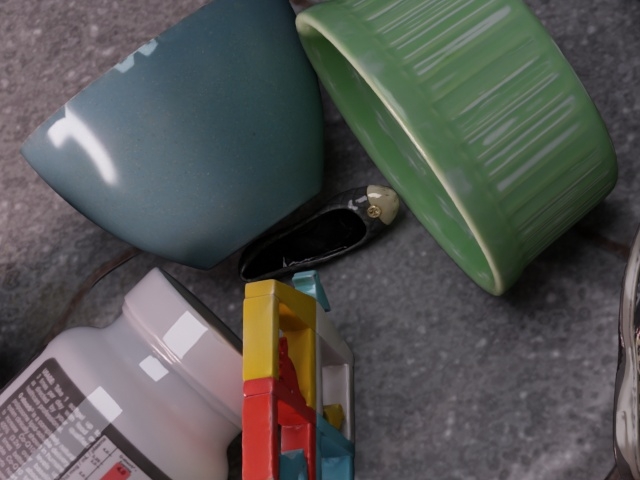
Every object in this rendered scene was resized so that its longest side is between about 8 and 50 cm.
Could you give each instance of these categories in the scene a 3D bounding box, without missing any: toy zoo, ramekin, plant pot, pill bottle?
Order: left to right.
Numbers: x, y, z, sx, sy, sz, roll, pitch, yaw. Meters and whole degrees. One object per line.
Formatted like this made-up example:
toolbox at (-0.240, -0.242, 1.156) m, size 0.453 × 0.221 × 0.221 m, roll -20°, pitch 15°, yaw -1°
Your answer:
pill bottle at (-0.215, 0.209, 1.704) m, size 0.363 × 0.210 × 0.210 m, roll -45°, pitch 57°, yaw 0°
plant pot at (-0.108, -0.088, 1.784) m, size 0.290 × 0.290 × 0.195 m, roll -35°, pitch 91°, yaw 6°
toy zoo at (-0.016, 0.162, 1.649) m, size 0.030 × 0.192 × 0.293 m, roll -10°, pitch 64°, yaw 20°
ramekin at (0.125, -0.115, 1.659) m, size 0.148 × 0.303 × 0.303 m, roll -36°, pitch 57°, yaw -4°

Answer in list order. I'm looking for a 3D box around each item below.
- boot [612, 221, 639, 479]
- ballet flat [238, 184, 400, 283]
boot at (0.342, 0.090, 1.589) m, size 0.179 × 0.085 × 0.236 m, roll 1°, pitch 74°, yaw 22°
ballet flat at (0.000, 0.000, 1.793) m, size 0.173 × 0.057 × 0.049 m, roll -28°, pitch 16°, yaw 18°
